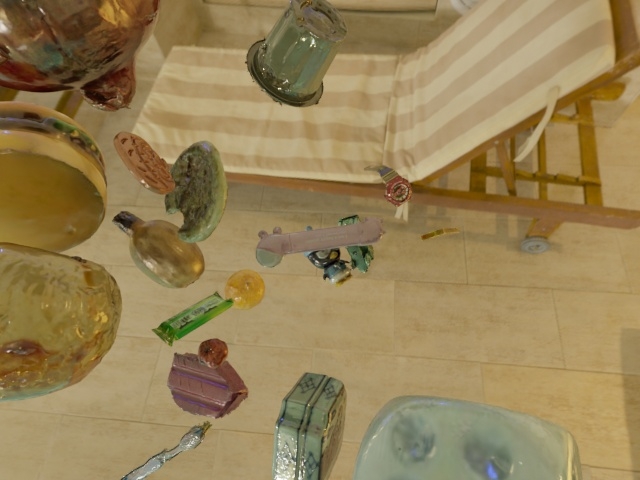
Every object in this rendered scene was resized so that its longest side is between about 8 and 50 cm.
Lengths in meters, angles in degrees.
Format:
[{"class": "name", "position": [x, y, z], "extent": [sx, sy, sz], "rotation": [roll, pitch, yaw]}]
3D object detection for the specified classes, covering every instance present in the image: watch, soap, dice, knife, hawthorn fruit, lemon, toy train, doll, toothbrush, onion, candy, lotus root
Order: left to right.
[{"class": "onion", "position": [-0.424, -0.374, 0.607], "extent": [0.354, 0.353, 0.353], "rotation": [-2, 63, 4]}, {"class": "toothbrush", "position": [-0.362, 0.486, 0.873], "extent": [0.413, 0.042, 0.035], "rotation": [-41, 88, 26]}, {"class": "lotus root", "position": [-0.503, 0.023, 1.255], "extent": [0.182, 0.183, 0.310], "rotation": [-49, 113, -18]}, {"class": "candy", "position": [-0.300, 0.181, 0.958], "extent": [0.178, 0.032, 0.102], "rotation": [-32, 25, -35]}, {"class": "soap", "position": [-0.383, 0.496, 1.374], "extent": [0.289, 0.112, 0.182], "rotation": [5, 82, 25]}, {"class": "hawthorn fruit", "position": [-0.304, 0.323, 1.149], "extent": [0.093, 0.093, 0.093], "rotation": [-2, 63, 4]}, {"class": "lemon", "position": [-0.271, 0.178, 1.430], "extent": [0.142, 0.187, 0.142], "rotation": [13, 60, -25]}, {"class": "knife", "position": [0.000, 0.000, 1.216], "extent": [0.399, 0.038, 0.132], "rotation": [-9, 68, 2]}, {"class": "doll", "position": [0.025, 0.063, 1.843], "extent": [0.177, 0.141, 0.314], "rotation": [-31, 80, -30]}, {"class": "toy train", "position": [0.167, 0.021, 1.811], "extent": [0.115, 0.269, 0.154], "rotation": [-15, 35, 20]}, {"class": "watch", "position": [0.263, -0.221, 1.595], "extent": [0.102, 0.268, 0.164], "rotation": [-31, 108, -2]}, {"class": "dice", "position": [0.208, 0.380, 0.559], "extent": [0.265, 0.262, 0.267], "rotation": [-4, 56, 34]}]

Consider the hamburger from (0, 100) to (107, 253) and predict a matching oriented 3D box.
[{"class": "hamburger", "position": [-0.771, -0.170, 1.085], "extent": [0.396, 0.395, 0.277], "rotation": [-22, 52, -6]}]

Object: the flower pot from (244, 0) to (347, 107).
[{"class": "flower pot", "position": [-0.065, -0.601, 1.255], "extent": [0.291, 0.259, 0.290], "rotation": [12, 62, -24]}]

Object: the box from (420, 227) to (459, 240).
[{"class": "box", "position": [0.428, -0.024, 1.435], "extent": [0.089, 0.156, 0.022], "rotation": [-20, 81, 38]}]

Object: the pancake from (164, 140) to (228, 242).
[{"class": "pancake", "position": [-0.308, -0.123, 0.980], "extent": [0.254, 0.037, 0.253], "rotation": [-4, 84, 40]}]

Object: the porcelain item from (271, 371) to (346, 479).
[{"class": "porcelain item", "position": [-0.021, 0.572, 1.209], "extent": [0.157, 0.281, 0.285], "rotation": [8, 99, 16]}]

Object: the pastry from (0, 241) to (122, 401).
[{"class": "pastry", "position": [-0.635, 0.178, 0.862], "extent": [0.389, 0.388, 0.312], "rotation": [6, 74, 8]}]

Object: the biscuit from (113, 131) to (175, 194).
[{"class": "biscuit", "position": [-0.213, -0.097, 0.499], "extent": [0.015, 0.078, 0.091], "rotation": [-35, 91, 15]}]
